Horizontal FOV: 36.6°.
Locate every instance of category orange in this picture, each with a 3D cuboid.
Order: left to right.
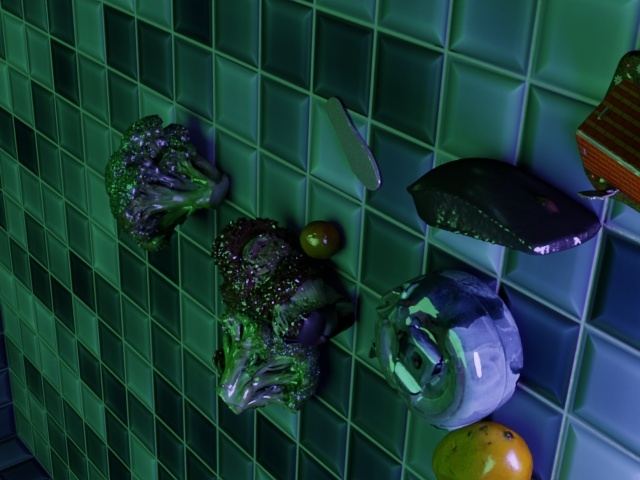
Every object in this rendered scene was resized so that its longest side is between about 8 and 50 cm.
[{"bbox_3d":[0.000,0.000,1.865,0.085,0.085,0.085,27,126,45],"label":"orange"}]

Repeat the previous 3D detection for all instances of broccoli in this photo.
[{"bbox_3d":[-0.352,-0.122,2.154,0.275,0.308,0.307,15,120,23],"label":"broccoli"},{"bbox_3d":[-0.123,0.247,2.027,0.261,0.241,0.269,41,168,9],"label":"broccoli"}]

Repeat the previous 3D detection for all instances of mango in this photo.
[{"bbox_3d":[0.269,0.384,1.641,0.227,0.109,0.147,-36,78,55],"label":"mango"}]

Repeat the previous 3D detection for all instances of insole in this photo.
[{"bbox_3d":[0.058,-0.175,1.759,0.063,0.010,0.191,-41,71,52],"label":"insole"}]

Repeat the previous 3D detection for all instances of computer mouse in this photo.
[{"bbox_3d":[0.260,-0.062,1.403,0.295,0.168,0.087,23,121,44],"label":"computer mouse"}]

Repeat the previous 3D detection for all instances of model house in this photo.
[{"bbox_3d":[0.417,-0.077,1.193,0.294,0.154,0.207,44,135,33],"label":"model house"}]

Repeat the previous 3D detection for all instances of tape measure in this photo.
[{"bbox_3d":[0.203,0.187,1.611,0.256,0.147,0.275,49,140,28],"label":"tape measure"}]

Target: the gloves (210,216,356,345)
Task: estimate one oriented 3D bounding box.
[{"bbox_3d":[-0.087,0.082,1.905,0.312,0.210,0.135,52,164,27],"label":"gloves"}]

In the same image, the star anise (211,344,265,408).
[{"bbox_3d":[-0.180,0.297,2.219,0.073,0.234,0.177,-32,105,19],"label":"star anise"}]
